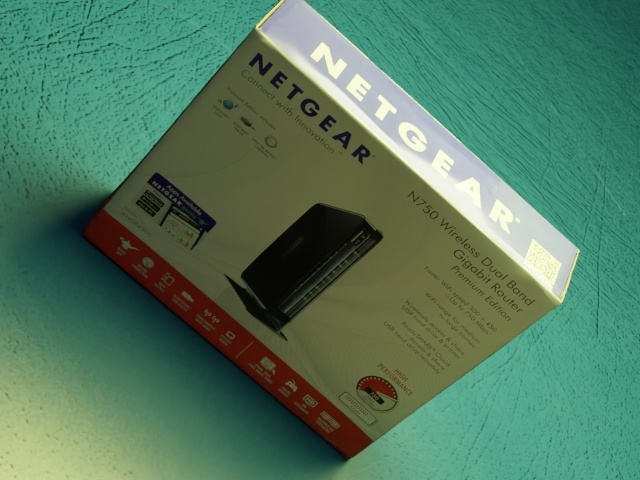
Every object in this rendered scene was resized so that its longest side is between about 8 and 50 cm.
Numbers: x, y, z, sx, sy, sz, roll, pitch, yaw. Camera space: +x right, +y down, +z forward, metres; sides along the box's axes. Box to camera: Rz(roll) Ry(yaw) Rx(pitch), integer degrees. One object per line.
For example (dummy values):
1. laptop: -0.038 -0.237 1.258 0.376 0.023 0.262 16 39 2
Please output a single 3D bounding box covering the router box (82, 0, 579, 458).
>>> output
1. router box: 0.000 0.000 1.128 0.335 0.301 0.082 41 39 -6
